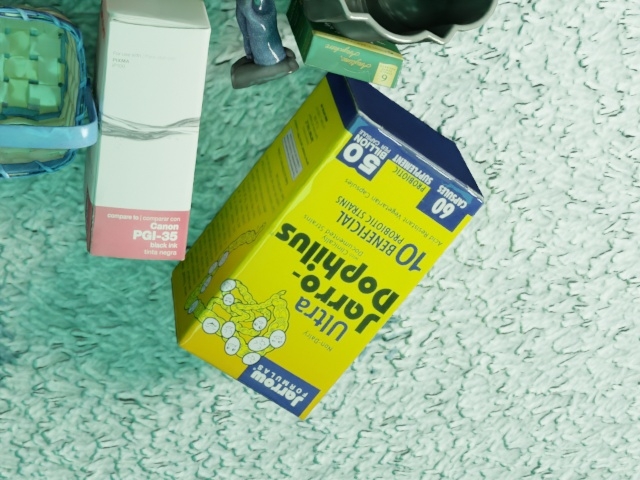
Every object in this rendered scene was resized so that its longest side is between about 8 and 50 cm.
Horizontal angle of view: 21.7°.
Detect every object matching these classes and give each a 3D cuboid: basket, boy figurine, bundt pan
[{"bbox_3d":[-0.368,-0.160,1.843,0.255,0.289,0.201,3,108,-5],"label":"basket"},{"bbox_3d":[-0.098,-0.316,1.871,0.092,0.177,0.285,-18,111,1],"label":"boy figurine"},{"bbox_3d":[0.059,-0.363,1.835,0.331,0.124,0.331,6,80,-34],"label":"bundt pan"}]

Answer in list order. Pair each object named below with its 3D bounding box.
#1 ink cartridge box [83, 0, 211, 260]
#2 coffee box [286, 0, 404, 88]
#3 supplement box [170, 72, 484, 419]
[{"bbox_3d":[-0.203,-0.147,1.916,0.117,0.207,0.283,5,114,-11],"label":"ink cartridge box"},{"bbox_3d":[0.026,-0.234,1.920,0.113,0.184,0.040,15,112,-13],"label":"coffee box"},{"bbox_3d":[0.000,0.000,2.015,0.194,0.195,0.356,33,107,-19],"label":"supplement box"}]
